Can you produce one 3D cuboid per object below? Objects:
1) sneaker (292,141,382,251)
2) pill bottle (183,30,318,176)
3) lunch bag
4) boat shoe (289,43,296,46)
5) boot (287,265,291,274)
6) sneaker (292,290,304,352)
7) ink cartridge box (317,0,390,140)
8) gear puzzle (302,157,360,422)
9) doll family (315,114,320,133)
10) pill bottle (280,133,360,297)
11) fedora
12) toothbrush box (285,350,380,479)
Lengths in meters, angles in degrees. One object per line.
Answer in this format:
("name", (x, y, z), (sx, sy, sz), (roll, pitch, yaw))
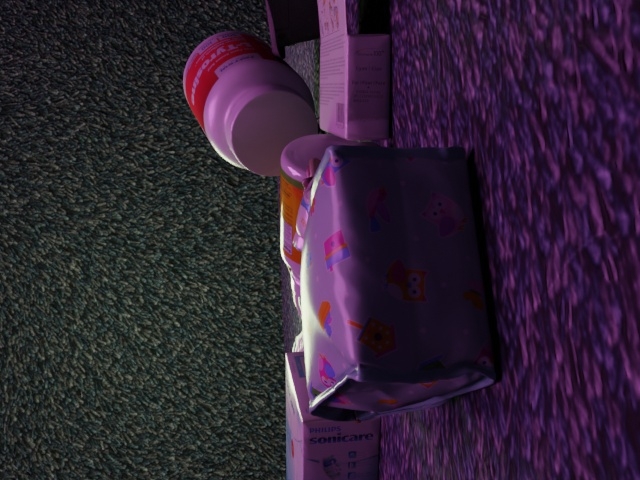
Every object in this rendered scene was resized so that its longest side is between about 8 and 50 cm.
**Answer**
("sneaker", (0.041, -0.069, 1.100), (0.228, 0.087, 0.092), (-58, -14, -52))
("pill bottle", (-0.145, -0.284, 1.869), (0.407, 0.229, 0.229), (-125, 32, -59))
("lunch bag", (0.056, 0.055, 0.874), (0.262, 0.160, 0.223), (120, 147, -68))
("boat shoe", (-0.041, -0.489, 1.980), (0.183, 0.066, 0.066), (116, 149, -65))
("boot", (0.000, 0.000, 1.709), (0.220, 0.109, 0.283), (-118, 34, -67))
("sneaker", (0.022, 0.158, 1.586), (0.131, 0.112, 0.296), (-126, 28, -47))
("ink cartridge box", (0.042, -0.282, 1.291), (0.296, 0.066, 0.261), (-125, 33, -78))
("gear puzzle", (0.031, 0.071, 1.180), (0.175, 0.044, 0.338), (24, -124, -55))
("doll family", (-0.036, -0.236, 1.983), (0.111, 0.076, 0.193), (-101, 26, -50))
("pill bottle", (0.006, -0.028, 1.386), (0.136, 0.136, 0.245), (-101, 11, -55))
("fedora", (-0.046, -0.490, 1.764), (0.275, 0.124, 0.243), (86, 180, -56))
("toothbrush box", (0.014, 0.358, 1.480), (0.216, 0.126, 0.295), (-111, 21, -65))
